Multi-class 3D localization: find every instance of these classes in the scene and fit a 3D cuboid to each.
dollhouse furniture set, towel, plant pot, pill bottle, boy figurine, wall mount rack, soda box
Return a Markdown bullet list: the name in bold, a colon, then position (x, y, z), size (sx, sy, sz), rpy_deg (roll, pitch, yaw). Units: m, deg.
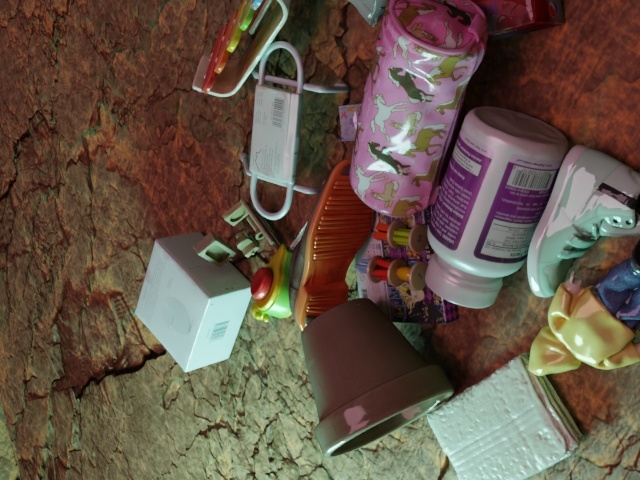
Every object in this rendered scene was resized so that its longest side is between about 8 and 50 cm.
- **dollhouse furniture set**: position (-0.167, 0.022, 1.937), size (0.151, 0.144, 0.123), rpy_deg (-39, 67, 4)
- **towel**: position (0.316, 0.330, 1.581), size (0.282, 0.049, 0.187), rpy_deg (-44, 66, 43)
- **plant pot**: position (0.075, 0.239, 1.655), size (0.263, 0.263, 0.229), rpy_deg (-46, 65, 41)
- **pill bottle**: position (0.270, -0.049, 1.458), size (0.169, 0.169, 0.301), rpy_deg (36, 122, 35)
- **boy figurine**: position (0.431, 0.128, 1.387), size (0.177, 0.092, 0.285), rpy_deg (38, 132, 1)
- **wall mount rack**: position (-0.089, -0.230, 1.823), size (0.304, 0.130, 0.350), rpy_deg (21, 112, 38)
- **soda box**: position (0.253, -0.363, 1.462), size (0.263, 0.092, 0.083), rpy_deg (-4, 95, 46)

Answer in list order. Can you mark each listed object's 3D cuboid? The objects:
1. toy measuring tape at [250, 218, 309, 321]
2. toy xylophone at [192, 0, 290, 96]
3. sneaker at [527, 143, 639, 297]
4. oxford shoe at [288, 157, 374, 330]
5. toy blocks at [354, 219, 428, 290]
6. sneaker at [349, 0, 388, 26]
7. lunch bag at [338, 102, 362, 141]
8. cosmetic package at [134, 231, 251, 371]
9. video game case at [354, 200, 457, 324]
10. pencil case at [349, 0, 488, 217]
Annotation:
- **toy measuring tape**: position (-0.054, 0.061, 1.851), size (0.121, 0.121, 0.330), rpy_deg (53, 126, 24)
- **toy xylophone**: position (-0.141, -0.426, 1.772), size (0.322, 0.081, 0.236), rpy_deg (-51, 23, 35)
- **sneaker**: position (0.414, -0.003, 1.377), size (0.151, 0.094, 0.255), rpy_deg (30, 120, 34)
- **oxford shoe**: position (0.000, 0.000, 1.724), size (0.133, 0.130, 0.363), rpy_deg (46, 126, 51)
- **toy blocks**: position (0.123, 0.021, 1.643), size (0.148, 0.054, 0.123), rpy_deg (9, 105, 44)
- **sneaker**: position (0.028, -0.498, 1.656), size (0.281, 0.105, 0.115), rpy_deg (50, 136, 30)
- **lunch bag**: position (0.079, -0.223, 1.700), size (0.083, 0.053, 0.071), rpy_deg (4, 103, 36)
- **cosmetic package**: position (-0.296, 0.138, 2.096), size (0.225, 0.138, 0.224), rpy_deg (42, 126, 30)
- **video game case**: position (0.150, 0.039, 1.690), size (0.210, 0.042, 0.232), rpy_deg (-4, 96, 46)
- **pencil case**: position (0.153, -0.217, 1.475), size (0.386, 0.167, 0.160), rpy_deg (99, 161, -48)
